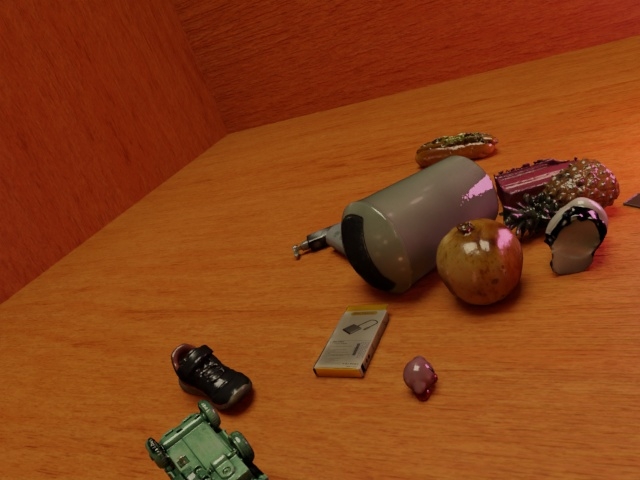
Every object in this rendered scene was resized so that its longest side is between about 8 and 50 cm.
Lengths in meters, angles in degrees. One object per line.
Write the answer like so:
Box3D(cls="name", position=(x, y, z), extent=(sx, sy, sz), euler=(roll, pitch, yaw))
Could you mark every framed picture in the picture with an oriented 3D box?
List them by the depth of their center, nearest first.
Box3D(cls="framed picture", position=(0.881, -0.105, 1.529), extent=(0.066, 0.007, 0.089), euler=(-30, 26, -19))

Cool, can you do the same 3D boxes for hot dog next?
Box3D(cls="hot dog", position=(0.537, -0.370, 2.232), extent=(0.337, 0.100, 0.135), euler=(-6, 28, 32))

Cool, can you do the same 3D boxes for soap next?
Box3D(cls="soap", position=(0.674, -0.175, 1.727), extent=(0.249, 0.099, 0.162), euler=(-16, 25, 12))

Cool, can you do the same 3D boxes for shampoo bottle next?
Box3D(cls="shampoo bottle", position=(-0.001, -0.001, 1.964), extent=(0.207, 0.057, 0.064), euler=(-23, 32, 0))

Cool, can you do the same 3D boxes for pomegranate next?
Box3D(cls="pomegranate", position=(0.390, 0.043, 1.380), extent=(0.215, 0.216, 0.215), euler=(-18, 25, 8))

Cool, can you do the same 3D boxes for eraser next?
Box3D(cls="eraser", position=(0.140, -0.006, 1.833), extent=(0.173, 0.081, 0.227), euler=(-25, 24, -17))

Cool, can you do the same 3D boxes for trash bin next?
Box3D(cls="trash bin", position=(0.265, -0.044, 1.587), extent=(0.431, 0.281, 0.280), euler=(-30, 26, -24))

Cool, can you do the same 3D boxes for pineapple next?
Box3D(cls="pineapple", position=(0.634, -0.091, 1.548), extent=(0.340, 0.169, 0.169), euler=(-30, 25, -4))

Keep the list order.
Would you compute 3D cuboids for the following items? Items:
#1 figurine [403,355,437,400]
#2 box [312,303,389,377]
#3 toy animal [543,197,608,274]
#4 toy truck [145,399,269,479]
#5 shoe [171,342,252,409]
Box3D(cls="figurine", position=(0.208, 0.287, 1.191), extent=(0.066, 0.071, 0.083), euler=(-12, 27, 21))
Box3D(cls="box", position=(0.086, 0.248, 1.416), extent=(0.129, 0.033, 0.247), euler=(-7, 28, 31))
Box3D(cls="toy animal", position=(0.631, -0.022, 1.403), extent=(0.179, 0.138, 0.166), euler=(-42, -12, -53))
Box3D(cls="toy truck", position=(-0.220, 0.446, 1.108), extent=(0.155, 0.156, 0.278), euler=(-33, 27, -25))
Box3D(cls="shoe", position=(-0.282, 0.327, 1.423), extent=(0.290, 0.137, 0.114), euler=(7, 37, 44))
